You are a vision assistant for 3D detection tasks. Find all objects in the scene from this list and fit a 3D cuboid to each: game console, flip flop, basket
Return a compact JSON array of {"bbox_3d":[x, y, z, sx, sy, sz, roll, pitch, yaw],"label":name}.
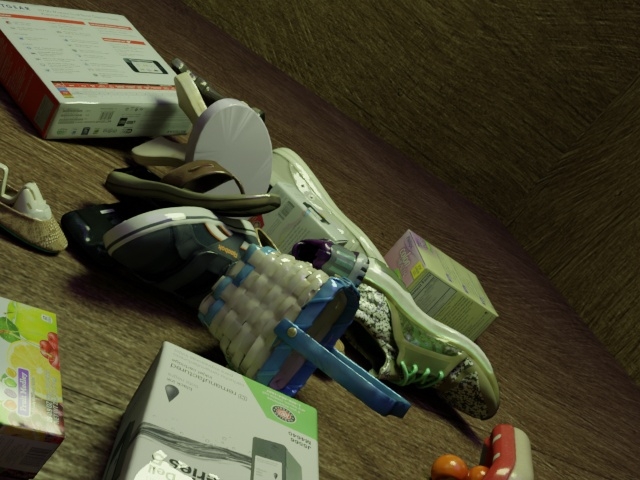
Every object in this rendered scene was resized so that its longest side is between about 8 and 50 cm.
[{"bbox_3d":[-0.294,-0.033,1.223,0.213,0.044,0.361,40,17,8],"label":"game console"},{"bbox_3d":[-0.196,-0.088,1.167,0.277,0.080,0.112,11,-3,15],"label":"flip flop"},{"bbox_3d":[-0.006,0.148,1.047,0.289,0.201,0.255,31,-7,19],"label":"basket"}]

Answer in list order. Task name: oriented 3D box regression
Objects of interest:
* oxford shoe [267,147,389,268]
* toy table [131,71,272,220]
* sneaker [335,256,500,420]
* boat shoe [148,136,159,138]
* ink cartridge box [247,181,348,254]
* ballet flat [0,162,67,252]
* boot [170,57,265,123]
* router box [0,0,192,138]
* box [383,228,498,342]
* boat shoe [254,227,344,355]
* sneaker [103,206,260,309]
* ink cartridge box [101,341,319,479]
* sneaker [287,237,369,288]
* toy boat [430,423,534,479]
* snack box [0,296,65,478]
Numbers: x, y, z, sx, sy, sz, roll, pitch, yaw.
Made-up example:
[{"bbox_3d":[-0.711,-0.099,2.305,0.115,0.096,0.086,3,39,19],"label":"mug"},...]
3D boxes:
[{"bbox_3d":[0.000,0.000,1.615,0.130,0.169,0.449,-35,80,-27],"label":"oxford shoe"},{"bbox_3d":[-0.209,-0.172,1.438,0.252,0.274,0.161,-21,47,-34],"label":"toy table"},{"bbox_3d":[0.154,0.223,1.422,0.410,0.158,0.182,41,49,-2],"label":"sneaker"},{"bbox_3d":[-0.408,-0.304,1.593,0.219,0.077,0.070,47,18,17],"label":"boat shoe"},{"bbox_3d":[-0.052,-0.012,1.511,0.175,0.127,0.072,46,16,16],"label":"ink cartridge box"},{"bbox_3d":[-0.416,-0.059,0.995,0.206,0.067,0.073,33,18,-20],"label":"ballet flat"},{"bbox_3d":[-0.241,-0.265,1.650,0.229,0.263,0.091,30,58,3],"label":"boot"},{"bbox_3d":[-0.439,-0.322,1.437,0.301,0.082,0.336,48,32,21],"label":"router box"},{"bbox_3d":[0.295,0.119,1.908,0.243,0.117,0.213,34,19,-20],"label":"box"},{"bbox_3d":[-0.053,0.101,1.294,0.285,0.089,0.105,45,18,17],"label":"boat shoe"},{"bbox_3d":[-0.176,0.032,1.118,0.321,0.126,0.127,5,60,-62],"label":"sneaker"},{"bbox_3d":[-0.109,0.250,0.751,0.198,0.114,0.273,27,20,-14],"label":"ink cartridge box"},{"bbox_3d":[-0.017,0.020,1.188,0.098,0.083,0.224,29,-13,-27],"label":"sneaker"},{"bbox_3d":[0.249,0.381,1.193,0.151,0.150,0.231,11,14,10],"label":"toy boat"},{"bbox_3d":[-0.350,0.115,0.699,0.207,0.070,0.174,24,24,-36],"label":"snack box"}]
